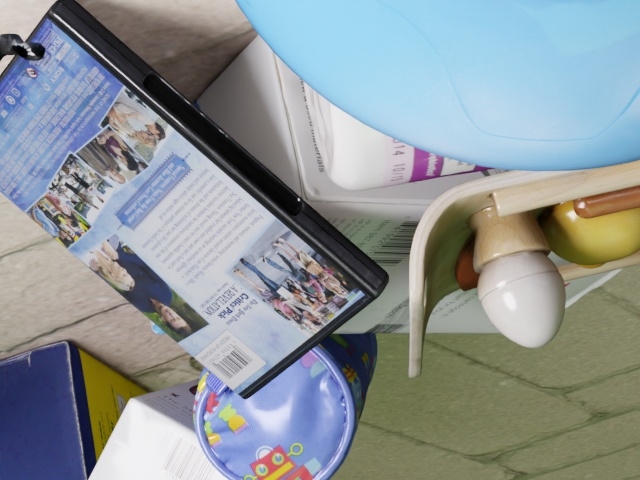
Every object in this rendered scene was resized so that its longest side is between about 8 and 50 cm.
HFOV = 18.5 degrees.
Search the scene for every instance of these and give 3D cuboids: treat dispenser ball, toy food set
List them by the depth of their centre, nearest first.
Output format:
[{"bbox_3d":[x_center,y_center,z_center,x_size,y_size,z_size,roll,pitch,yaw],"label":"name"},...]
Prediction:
[{"bbox_3d":[0.087,-0.171,0.757,0.288,0.288,0.288,-10,159,-4],"label":"treat dispenser ball"},{"bbox_3d":[0.199,0.015,1.185,0.306,0.092,0.220,-12,164,0],"label":"toy food set"}]

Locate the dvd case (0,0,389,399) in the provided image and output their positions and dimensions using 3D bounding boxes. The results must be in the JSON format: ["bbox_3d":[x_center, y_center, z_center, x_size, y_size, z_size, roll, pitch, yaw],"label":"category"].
[{"bbox_3d":[-0.096,-0.019,1.195,0.253,0.022,0.180,41,142,-6],"label":"dvd case"}]

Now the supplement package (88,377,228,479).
[{"bbox_3d":[-0.090,0.204,1.603,0.139,0.134,0.244,29,-173,10],"label":"supplement package"}]

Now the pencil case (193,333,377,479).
[{"bbox_3d":[-0.025,0.104,1.521,0.119,0.133,0.306,-53,-179,8],"label":"pencil case"}]

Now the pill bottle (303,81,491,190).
[{"bbox_3d":[0.140,-0.130,1.059,0.301,0.169,0.169,-9,159,-4],"label":"pill bottle"}]

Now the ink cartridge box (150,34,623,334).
[{"bbox_3d":[0.058,-0.031,1.328,0.307,0.129,0.223,2,155,-31],"label":"ink cartridge box"}]

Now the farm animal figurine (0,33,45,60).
[{"bbox_3d":[-0.308,-0.145,0.741,0.327,0.172,0.330,-19,124,29],"label":"farm animal figurine"}]

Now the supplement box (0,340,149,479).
[{"bbox_3d":[-0.235,0.245,1.799,0.194,0.195,0.356,-16,158,12],"label":"supplement box"}]
